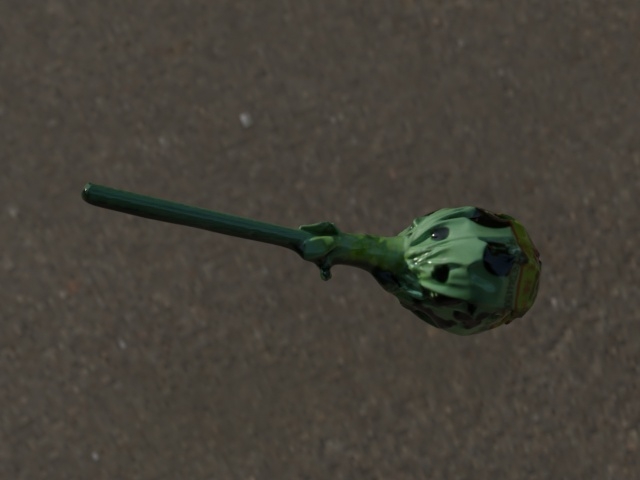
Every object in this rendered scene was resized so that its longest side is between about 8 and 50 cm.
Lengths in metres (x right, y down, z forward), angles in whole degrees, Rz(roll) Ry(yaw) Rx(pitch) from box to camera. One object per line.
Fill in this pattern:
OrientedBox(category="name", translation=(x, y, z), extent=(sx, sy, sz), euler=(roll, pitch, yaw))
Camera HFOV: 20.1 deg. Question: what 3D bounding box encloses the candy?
OrientedBox(category="candy", translation=(0.000, 0.000, 1.125), extent=(0.091, 0.305, 0.083), euler=(-177, 99, -67))
